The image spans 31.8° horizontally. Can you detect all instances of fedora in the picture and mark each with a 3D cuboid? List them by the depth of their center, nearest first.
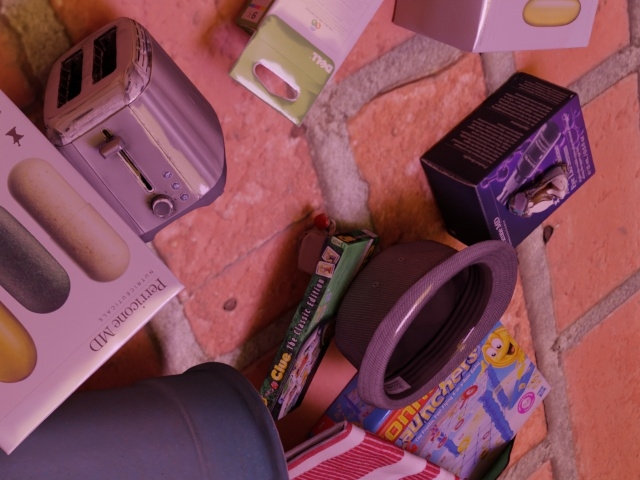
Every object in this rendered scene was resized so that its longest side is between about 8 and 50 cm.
[{"bbox_3d":[0.119,0.087,1.457,0.275,0.124,0.244,-44,148,-15],"label":"fedora"}]

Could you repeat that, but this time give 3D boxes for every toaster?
[{"bbox_3d":[-0.178,-0.115,1.082,0.129,0.227,0.146,-30,122,11],"label":"toaster"}]

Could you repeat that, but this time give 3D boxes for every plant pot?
[{"bbox_3d":[-0.257,0.298,1.170,0.334,0.341,0.341,4,111,-33],"label":"plant pot"}]

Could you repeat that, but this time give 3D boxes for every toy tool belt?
[{"bbox_3d":[0.000,0.000,1.410,0.051,0.052,0.083,-36,144,-64],"label":"toy tool belt"}]

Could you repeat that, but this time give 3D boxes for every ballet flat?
[{"bbox_3d":[0.298,-0.062,1.479,0.114,0.041,0.041,-32,131,-24],"label":"ballet flat"}]

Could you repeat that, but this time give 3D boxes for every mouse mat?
[{"bbox_3d":[0.255,0.370,1.760,0.153,0.007,0.189,-52,176,21],"label":"mouse mat"}]

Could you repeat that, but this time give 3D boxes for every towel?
[{"bbox_3d":[0.054,0.360,1.555,0.237,0.037,0.329,-35,134,25],"label":"towel"}]

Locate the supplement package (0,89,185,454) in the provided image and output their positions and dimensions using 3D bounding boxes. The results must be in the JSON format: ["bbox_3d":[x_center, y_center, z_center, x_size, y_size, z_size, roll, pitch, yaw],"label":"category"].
[{"bbox_3d":[-0.287,0.013,0.971,0.199,0.198,0.263,-44,97,-13],"label":"supplement package"}]

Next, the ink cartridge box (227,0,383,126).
[{"bbox_3d":[-0.016,-0.241,1.218,0.109,0.062,0.209,34,88,-33],"label":"ink cartridge box"}]

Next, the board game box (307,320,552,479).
[{"bbox_3d":[0.173,0.251,1.666,0.308,0.086,0.302,-50,136,-7],"label":"board game box"}]

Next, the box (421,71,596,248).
[{"bbox_3d":[0.258,-0.101,1.529,0.207,0.108,0.153,-42,135,-16],"label":"box"}]

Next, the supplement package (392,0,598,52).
[{"bbox_3d":[0.221,-0.336,1.335,0.203,0.149,0.194,-10,119,-36],"label":"supplement package"}]

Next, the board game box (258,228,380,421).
[{"bbox_3d":[-0.007,0.108,1.420,0.260,0.030,0.136,-65,161,12],"label":"board game box"}]
